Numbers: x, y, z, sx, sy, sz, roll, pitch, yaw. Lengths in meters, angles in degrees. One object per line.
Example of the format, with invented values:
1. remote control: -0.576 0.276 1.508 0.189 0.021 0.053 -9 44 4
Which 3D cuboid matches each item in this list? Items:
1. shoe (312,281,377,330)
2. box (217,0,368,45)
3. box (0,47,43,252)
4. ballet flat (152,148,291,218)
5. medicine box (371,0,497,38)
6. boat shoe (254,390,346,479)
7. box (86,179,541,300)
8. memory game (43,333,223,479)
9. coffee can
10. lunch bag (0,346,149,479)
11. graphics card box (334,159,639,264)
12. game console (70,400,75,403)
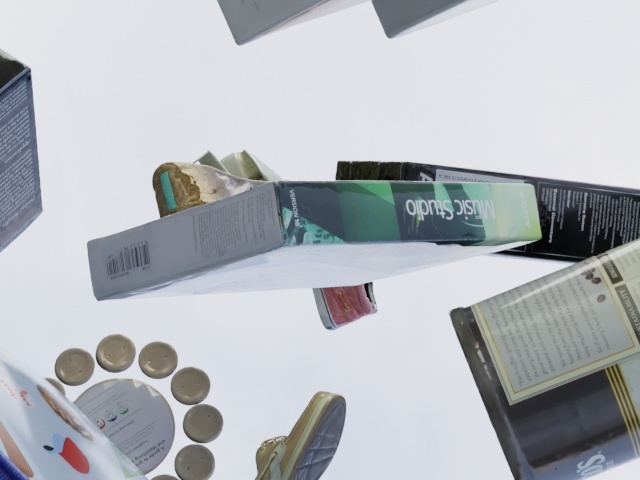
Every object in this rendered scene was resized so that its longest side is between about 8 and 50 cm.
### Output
1. shoe: 0.023 0.034 2.302 0.081 0.063 0.178 -20 -102 15
2. box: 0.032 -0.184 0.844 0.170 0.130 0.091 -20 -86 47
3. box: -0.339 -0.091 1.419 0.153 0.108 0.207 33 -33 16
4. ballet flat: -0.099 -0.045 1.833 0.116 0.342 0.124 -33 -102 19
5. medicine box: 0.216 -0.345 1.652 0.263 0.289 0.149 -20 -85 52
6. boat shoe: -0.027 0.165 1.166 0.045 0.050 0.135 30 -84 31
7. box: 0.000 0.000 1.364 0.232 0.322 0.058 -16 -98 43
8. memory game: -0.178 0.168 1.436 0.012 0.186 0.186 98 -29 -61
9. coffee can: 0.286 0.110 1.549 0.201 0.275 0.201 -22 90 -86
10. lunch bag: -0.297 0.148 1.063 0.385 0.239 0.328 44 -3 18
11. graphics card box: 0.218 -0.025 1.758 0.233 0.371 0.094 -168 -97 -74
12. game console: -0.329 0.244 1.636 0.173 0.293 0.250 98 -10 -52
